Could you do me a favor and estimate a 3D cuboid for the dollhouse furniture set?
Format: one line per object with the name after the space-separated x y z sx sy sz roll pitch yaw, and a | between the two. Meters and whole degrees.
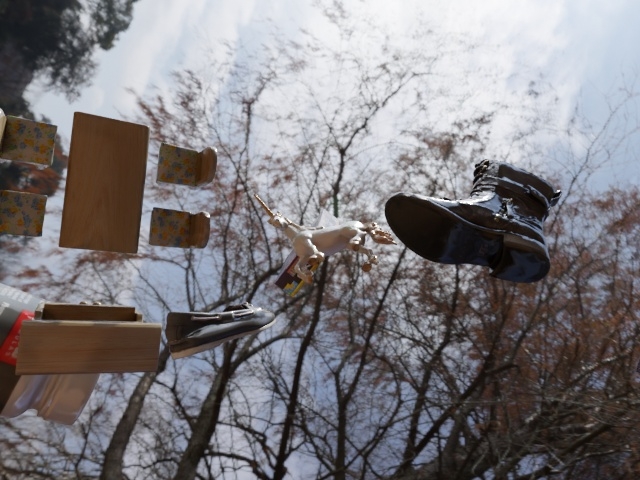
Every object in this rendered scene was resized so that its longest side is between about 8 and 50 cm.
-0.217 -0.007 0.464 0.161 0.212 0.242 -2 -98 62 | dollhouse furniture set

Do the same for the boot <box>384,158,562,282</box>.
0.244 -0.057 0.729 0.091 0.263 0.229 107 7 -45 | boot

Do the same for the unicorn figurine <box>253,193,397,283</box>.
0.000 0.000 0.560 0.111 0.161 0.060 -106 -158 -59 | unicorn figurine

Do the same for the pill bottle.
-0.445 0.140 0.626 0.161 0.283 0.161 -46 -152 33 | pill bottle

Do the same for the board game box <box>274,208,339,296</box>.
-0.023 0.019 0.938 0.141 0.048 0.170 -51 -173 14 | board game box

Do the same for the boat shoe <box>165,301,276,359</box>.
-0.211 0.179 1.057 0.112 0.335 0.096 -16 -95 27 | boat shoe

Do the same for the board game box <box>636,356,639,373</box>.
0.390 0.008 0.460 0.042 0.165 0.243 22 -67 45 | board game box
